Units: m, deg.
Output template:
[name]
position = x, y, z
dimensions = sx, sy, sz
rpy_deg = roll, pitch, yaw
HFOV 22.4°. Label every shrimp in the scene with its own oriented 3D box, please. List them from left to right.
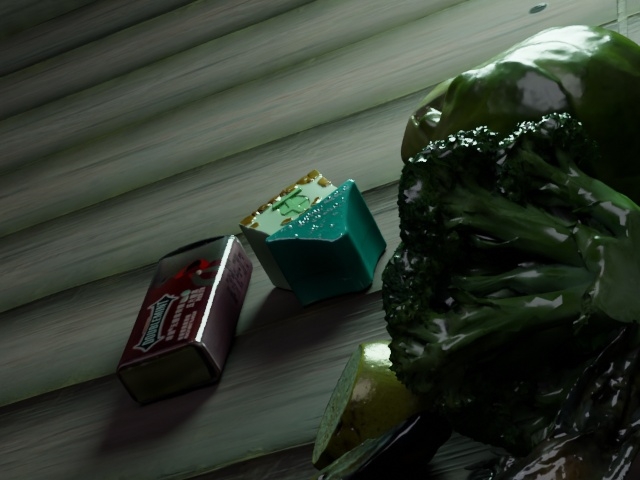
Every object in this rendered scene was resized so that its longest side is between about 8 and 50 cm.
[shrimp]
position = 0.099, 0.222, 1.275
dimensions = 0.445, 0.085, 0.272
rpy_deg = -46, 41, -4

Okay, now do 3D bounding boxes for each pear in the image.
[pear]
position = 0.060, 0.166, 1.481
dimensions = 0.141, 0.104, 0.141
rpy_deg = -63, 3, 5

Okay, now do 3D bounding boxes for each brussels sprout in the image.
[brussels sprout]
position = 0.226, -0.101, 1.672
dimensions = 0.271, 0.219, 0.210
rpy_deg = 4, 34, 24

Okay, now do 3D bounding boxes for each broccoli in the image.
[broccoli]
position = 0.177, 0.044, 1.394
dimensions = 0.265, 0.294, 0.245
rpy_deg = -13, -2, -43

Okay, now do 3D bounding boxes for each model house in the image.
[model house]
position = 0.000, 0.000, 1.857
dimensions = 0.127, 0.100, 0.149
rpy_deg = -36, 28, -15

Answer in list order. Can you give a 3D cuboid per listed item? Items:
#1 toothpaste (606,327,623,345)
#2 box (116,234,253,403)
[toothpaste]
position = 0.236, 0.097, 1.521
dimensions = 0.170, 0.028, 0.045
rpy_deg = -21, 21, 11
[box]
position = -0.155, 0.089, 1.884
dimensions = 0.120, 0.069, 0.224
rpy_deg = -18, 29, 21
